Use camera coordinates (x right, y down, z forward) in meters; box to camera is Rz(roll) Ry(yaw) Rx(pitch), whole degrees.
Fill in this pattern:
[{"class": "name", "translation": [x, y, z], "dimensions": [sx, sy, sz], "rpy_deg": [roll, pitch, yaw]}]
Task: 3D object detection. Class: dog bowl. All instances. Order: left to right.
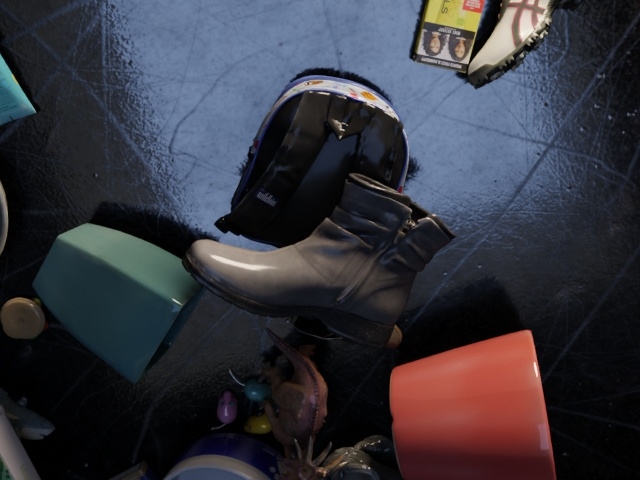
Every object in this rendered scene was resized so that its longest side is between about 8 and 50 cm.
[{"class": "dog bowl", "translation": [-0.167, 0.494, 1.300], "dimensions": [0.265, 0.104, 0.264], "rpy_deg": [5, 111, 13]}]

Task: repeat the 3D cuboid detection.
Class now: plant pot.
[{"class": "plant pot", "translation": [-0.337, 0.083, 1.172], "dimensions": [0.234, 0.165, 0.165], "rpy_deg": [34, 106, -1]}, {"class": "plant pot", "translation": [0.253, 0.299, 1.188], "dimensions": [0.243, 0.275, 0.274], "rpy_deg": [-8, 108, 15]}]

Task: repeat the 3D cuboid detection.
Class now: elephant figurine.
[{"class": "elephant figurine", "translation": [0.079, 0.441, 1.288], "dimensions": [0.186, 0.169, 0.239], "rpy_deg": [-43, 86, -15]}]

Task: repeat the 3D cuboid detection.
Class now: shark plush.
[{"class": "shark plush", "translation": [-0.573, 0.311, 1.319], "dimensions": [0.067, 0.073, 0.161], "rpy_deg": [-36, 89, -13]}]

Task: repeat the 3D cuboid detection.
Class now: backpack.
[{"class": "backpack", "translation": [0.012, -0.112, 1.070], "dimensions": [0.277, 0.213, 0.263], "rpy_deg": [17, 120, -11]}]

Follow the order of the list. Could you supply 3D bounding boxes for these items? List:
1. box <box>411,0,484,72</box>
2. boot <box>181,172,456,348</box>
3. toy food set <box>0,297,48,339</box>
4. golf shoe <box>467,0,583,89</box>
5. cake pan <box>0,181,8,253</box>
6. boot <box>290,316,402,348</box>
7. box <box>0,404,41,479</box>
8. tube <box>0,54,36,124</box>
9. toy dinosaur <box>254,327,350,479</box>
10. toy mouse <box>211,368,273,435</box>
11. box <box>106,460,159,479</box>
[{"class": "box", "translation": [0.207, -0.378, 1.058], "dimensions": [0.087, 0.058, 0.232], "rpy_deg": [12, 108, -2]}, {"class": "boot", "translation": [0.000, 0.000, 0.966], "dimensions": [0.338, 0.118, 0.222], "rpy_deg": [18, 109, -25]}, {"class": "toy food set", "translation": [-0.533, 0.141, 1.264], "dimensions": [0.083, 0.020, 0.083], "rpy_deg": [1, 108, 1]}, {"class": "golf shoe", "translation": [0.305, -0.350, 1.057], "dimensions": [0.120, 0.105, 0.273], "rpy_deg": [44, 98, 4]}, {"class": "cake pan", "translation": [-0.664, -0.057, 1.186], "dimensions": [0.293, 0.054, 0.293], "rpy_deg": [0, 108, 1]}, {"class": "boot", "translation": [0.040, 0.154, 1.210], "dimensions": [0.219, 0.106, 0.082], "rpy_deg": [21, 107, -5]}, {"class": "box", "translation": [-0.677, 0.432, 1.305], "dimensions": [0.322, 0.058, 0.232], "rpy_deg": [-14, 108, 20]}, {"class": "tube", "translation": [-0.538, -0.285, 1.115], "dimensions": [0.080, 0.052, 0.207], "rpy_deg": [-16, 112, 11]}, {"class": "toy dinosaur", "translation": [-0.028, 0.295, 1.196], "dimensions": [0.127, 0.200, 0.295], "rpy_deg": [-7, 107, -15]}, {"class": "toy mouse", "translation": [-0.141, 0.304, 1.302], "dimensions": [0.161, 0.031, 0.143], "rpy_deg": [-18, 107, 7]}, {"class": "box", "translation": [-0.340, 0.553, 1.387], "dimensions": [0.136, 0.036, 0.225], "rpy_deg": [-30, 106, 10]}]
